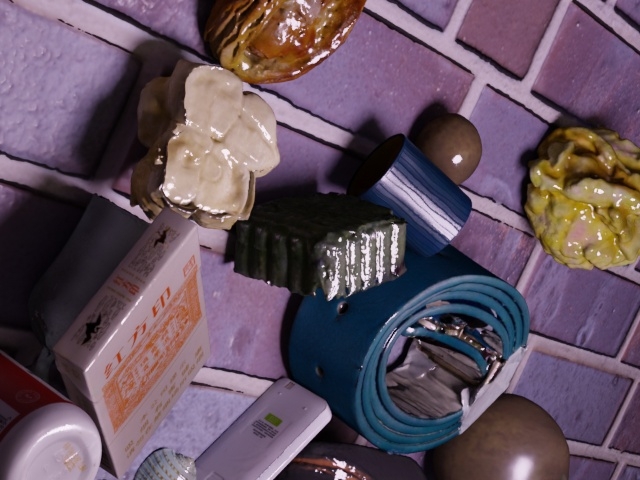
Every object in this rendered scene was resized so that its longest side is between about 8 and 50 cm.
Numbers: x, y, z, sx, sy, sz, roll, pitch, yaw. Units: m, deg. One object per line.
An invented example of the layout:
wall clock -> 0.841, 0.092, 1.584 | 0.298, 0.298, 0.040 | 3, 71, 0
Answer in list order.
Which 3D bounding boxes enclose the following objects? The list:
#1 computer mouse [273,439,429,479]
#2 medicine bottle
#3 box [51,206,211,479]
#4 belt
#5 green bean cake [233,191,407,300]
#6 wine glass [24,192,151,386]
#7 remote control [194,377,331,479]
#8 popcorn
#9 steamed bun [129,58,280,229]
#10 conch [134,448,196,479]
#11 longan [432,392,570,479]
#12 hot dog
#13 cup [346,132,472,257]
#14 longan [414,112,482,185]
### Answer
computer mouse -> 0.033, 0.364, 2.058 | 0.323, 0.183, 0.116 | 22, 68, -53
medicine bottle -> -0.343, 0.180, 1.429 | 0.131, 0.250, 0.131 | -28, 132, -37
box -> -0.206, 0.128, 1.601 | 0.205, 0.051, 0.365 | -54, 165, -23
belt -> 0.135, 0.152, 2.054 | 0.436, 0.173, 0.300 | 20, 103, -51
green bean cake -> 0.000, 0.000, 1.793 | 0.173, 0.181, 0.094 | -16, 115, -45
wine glass -> -0.272, 0.066, 1.570 | 0.103, 0.103, 0.231 | 32, 85, -54
remote control -> -0.099, 0.295, 1.920 | 0.250, 0.103, 0.034 | -45, 138, -24
popcorn -> 0.446, -0.067, 2.266 | 0.259, 0.212, 0.259 | -38, 142, -38
steamed bun -> -0.136, -0.101, 1.596 | 0.192, 0.106, 0.178 | 14, 78, -43
conch -> -0.203, 0.317, 1.851 | 0.085, 0.056, 0.076 | -54, 130, -12
longan -> 0.309, 0.381, 2.340 | 0.248, 0.248, 0.248 | -28, 132, -37
hot dog -> -0.027, -0.297, 1.622 | 0.175, 0.114, 0.259 | 21, 95, -52
cup -> 0.128, -0.069, 1.915 | 0.138, 0.113, 0.150 | 40, 41, -17
longan -> 0.181, -0.123, 2.000 | 0.106, 0.106, 0.119 | -47, 160, -20
